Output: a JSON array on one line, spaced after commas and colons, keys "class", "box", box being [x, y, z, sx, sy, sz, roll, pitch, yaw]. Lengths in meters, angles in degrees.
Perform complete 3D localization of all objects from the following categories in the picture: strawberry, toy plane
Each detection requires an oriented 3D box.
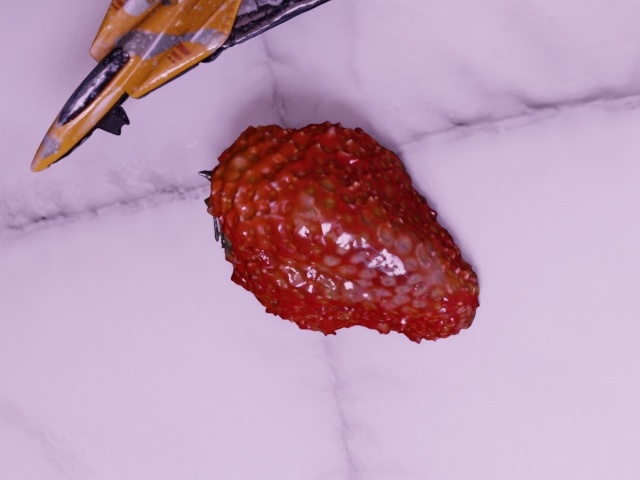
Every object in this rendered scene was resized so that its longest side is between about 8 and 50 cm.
[{"class": "strawberry", "box": [0.001, -0.007, 1.167, 0.236, 0.107, 0.175, 3, 93, 24]}, {"class": "toy plane", "box": [-0.123, -0.171, 1.218, 0.204, 0.103, 0.316, 45, 105, 19]}]
